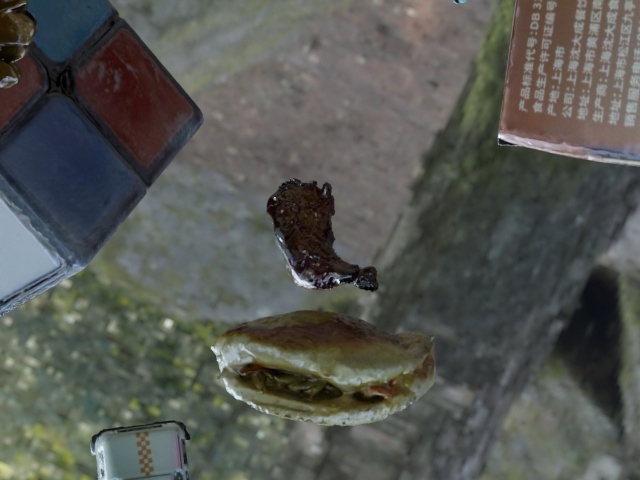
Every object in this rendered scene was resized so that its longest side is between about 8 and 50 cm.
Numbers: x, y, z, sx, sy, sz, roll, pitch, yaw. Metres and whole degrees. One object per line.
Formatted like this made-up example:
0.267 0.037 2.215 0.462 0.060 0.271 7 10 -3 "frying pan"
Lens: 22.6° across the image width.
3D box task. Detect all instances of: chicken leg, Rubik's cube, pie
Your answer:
-0.004 0.004 1.542 0.053 0.093 0.205 17 -151 -40 "chicken leg"
-0.378 -0.113 1.770 0.316 0.318 0.313 -28 109 38 "Rubik's cube"
0.004 0.108 1.457 0.205 0.084 0.179 7 -168 13 "pie"

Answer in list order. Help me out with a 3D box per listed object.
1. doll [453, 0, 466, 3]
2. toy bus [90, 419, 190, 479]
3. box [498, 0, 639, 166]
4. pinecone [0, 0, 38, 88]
0.178 -0.325 1.691 0.158 0.159 0.059 17 -158 39 "doll"
-0.142 0.249 1.358 0.087 0.194 0.089 -6 169 -9 "toy bus"
0.284 -0.238 1.024 0.122 0.385 0.344 14 -170 43 "box"
-0.351 -0.177 1.386 0.179 0.195 0.150 12 138 41 "pinecone"
